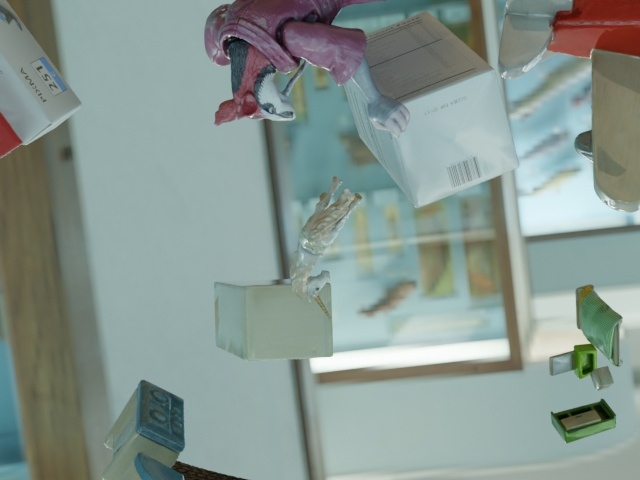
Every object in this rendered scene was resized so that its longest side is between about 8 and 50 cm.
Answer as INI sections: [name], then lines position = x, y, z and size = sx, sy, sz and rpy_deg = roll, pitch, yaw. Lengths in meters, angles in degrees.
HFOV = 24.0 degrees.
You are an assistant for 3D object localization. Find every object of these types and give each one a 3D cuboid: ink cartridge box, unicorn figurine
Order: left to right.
[ink cartridge box]
position = -0.482, -0.265, 2.098
size = 0.066, 0.296, 0.261
rpy_deg = -34, -172, 18
[unicorn figurine]
position = 0.000, 0.000, 1.581
size = 0.060, 0.111, 0.162
rpy_deg = 23, 164, 16

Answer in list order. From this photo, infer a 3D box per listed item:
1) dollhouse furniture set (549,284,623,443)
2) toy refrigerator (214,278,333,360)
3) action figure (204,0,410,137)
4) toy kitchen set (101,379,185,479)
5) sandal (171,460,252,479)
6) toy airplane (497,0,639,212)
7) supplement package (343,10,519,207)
[dollhouse furniture set]
position = 0.259, 0.123, 1.496
size = 0.058, 0.151, 0.076
rpy_deg = -14, -148, -11
[toy refrigerator]
position = -0.061, 0.096, 1.804
size = 0.102, 0.094, 0.269
rpy_deg = -2, 180, -12
[action figure]
position = -0.016, -0.275, 1.653
size = 0.248, 0.275, 0.370
rpy_deg = 9, -128, 28
[toy kitchen set]
position = -0.056, 0.195, 1.186
size = 0.207, 0.122, 0.166
rpy_deg = 31, -165, -16
[sandal]
position = -0.088, 0.245, 1.385
size = 0.179, 0.040, 0.067
rpy_deg = 17, -163, 6
[toy airplane]
position = 0.412, -0.250, 1.903
size = 0.386, 0.272, 0.384
rpy_deg = -41, -129, -1
[supplement package]
position = 0.122, -0.164, 1.811
size = 0.139, 0.134, 0.244
rpy_deg = -21, -152, -5
